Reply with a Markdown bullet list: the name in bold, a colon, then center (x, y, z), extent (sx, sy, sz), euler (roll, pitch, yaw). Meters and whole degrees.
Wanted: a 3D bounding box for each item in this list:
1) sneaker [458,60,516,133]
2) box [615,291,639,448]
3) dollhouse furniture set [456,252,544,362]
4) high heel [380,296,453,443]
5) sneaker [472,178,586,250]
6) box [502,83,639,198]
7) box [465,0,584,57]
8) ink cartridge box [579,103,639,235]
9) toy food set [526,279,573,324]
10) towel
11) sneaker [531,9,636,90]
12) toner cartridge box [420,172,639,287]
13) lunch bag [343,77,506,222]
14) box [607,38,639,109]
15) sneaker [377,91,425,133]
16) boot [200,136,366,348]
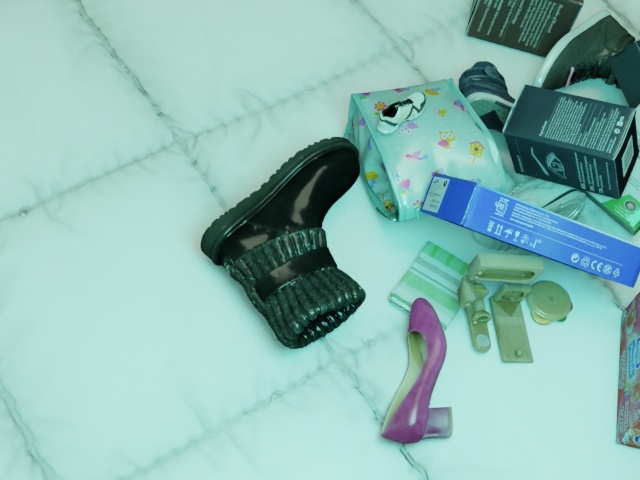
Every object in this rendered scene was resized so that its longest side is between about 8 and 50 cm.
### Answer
- **sneaker**: center (0.369, -0.264, 1.941), extent (0.226, 0.086, 0.163), euler (24, 33, -20)
- **box**: center (0.574, 0.215, 1.644), extent (0.128, 0.123, 0.257), euler (14, 57, 1)
- **dollhouse furniture set**: center (0.306, 0.114, 1.638), extent (0.144, 0.151, 0.123), euler (3, 58, -16)
- **high heel**: center (0.141, 0.206, 1.608), extent (0.117, 0.082, 0.244), euler (3, 70, -19)
- **sneaker**: center (0.369, -0.055, 1.819), extent (0.235, 0.090, 0.095), euler (-18, 48, -22)
- **box**: center (0.445, -0.175, 1.759), extent (0.207, 0.153, 0.108), euler (19, 73, 26)
- **box**: center (0.427, -0.511, 2.058), extent (0.203, 0.167, 0.168), euler (15, 56, 1)
- **ink cartridge box**: center (0.594, -0.137, 1.835), extent (0.208, 0.087, 0.153), euler (-47, 71, 7)
- **toy food set**: center (0.403, 0.108, 1.747), extent (0.082, 0.020, 0.083), euler (-9, 59, -15)
- **towel**: center (0.200, 0.082, 1.735), extent (0.113, 0.023, 0.152), euler (33, 56, 9)
- **sneaker**: center (0.554, -0.354, 2.015), extent (0.147, 0.105, 0.295), euler (40, 59, 18)
- **toner cartridge box**: center (0.357, -0.018, 1.668), extent (0.347, 0.165, 0.075), euler (19, 94, -21)
- **lunch bag**: center (0.188, -0.149, 1.797), extent (0.223, 0.160, 0.262), euler (-13, 55, -17)
- **box**: center (0.709, -0.281, 1.946), extent (0.184, 0.103, 0.261), euler (-21, 85, -23)
- **sneaker**: center (0.144, -0.228, 1.727), extent (0.109, 0.044, 0.040), euler (-40, 63, -22)
- **boot**: center (0.000, 0.003, 1.681), extent (0.348, 0.131, 0.260), euler (-40, 64, -17)
